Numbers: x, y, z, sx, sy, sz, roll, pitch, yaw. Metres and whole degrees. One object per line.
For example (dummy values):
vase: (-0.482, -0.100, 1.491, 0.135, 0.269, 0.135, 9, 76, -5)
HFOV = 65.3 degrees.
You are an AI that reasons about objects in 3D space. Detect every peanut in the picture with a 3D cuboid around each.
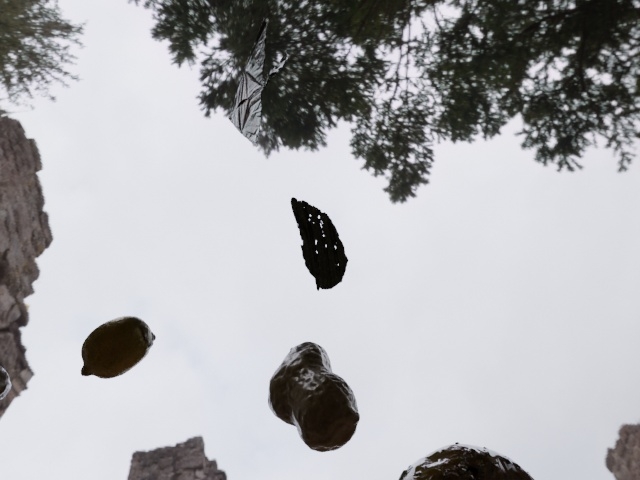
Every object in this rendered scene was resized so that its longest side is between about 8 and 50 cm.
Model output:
peanut: (-0.022, 0.311, 0.993, 0.159, 0.291, 0.143, -38, -70, -5)

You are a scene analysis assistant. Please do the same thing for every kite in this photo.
kite: (-0.101, -0.260, 0.846, 0.012, 0.250, 0.229, 20, -46, 9)

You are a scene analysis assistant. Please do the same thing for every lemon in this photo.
lemon: (-0.298, 0.156, 0.726, 0.110, 0.082, 0.082, -32, -65, -26)

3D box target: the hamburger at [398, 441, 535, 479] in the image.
hamburger: (0.113, 0.244, 0.353, 0.113, 0.177, 0.185, -44, -25, 27)

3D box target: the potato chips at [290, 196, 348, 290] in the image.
potato chips: (0.000, 0.000, 1.048, 0.091, 0.028, 0.208, -16, -95, 4)

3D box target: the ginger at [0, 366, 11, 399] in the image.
ginger: (-0.514, 0.170, 0.564, 0.332, 0.166, 0.080, -3, -109, -14)
